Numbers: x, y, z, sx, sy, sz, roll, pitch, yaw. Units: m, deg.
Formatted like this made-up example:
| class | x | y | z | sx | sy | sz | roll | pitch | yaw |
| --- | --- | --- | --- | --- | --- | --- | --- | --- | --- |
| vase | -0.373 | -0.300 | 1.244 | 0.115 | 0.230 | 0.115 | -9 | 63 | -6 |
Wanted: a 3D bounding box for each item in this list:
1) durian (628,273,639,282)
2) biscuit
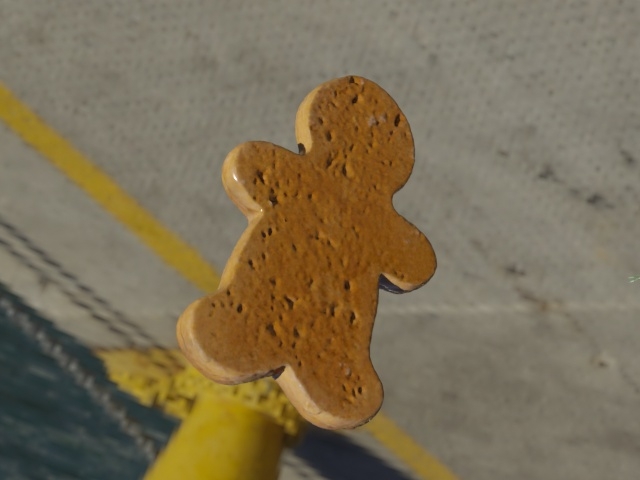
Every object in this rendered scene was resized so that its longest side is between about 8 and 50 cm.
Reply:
| class | x | y | z | sx | sy | sz | roll | pitch | yaw |
| --- | --- | --- | --- | --- | --- | --- | --- | --- | --- |
| durian | 0.517 | -0.014 | 1.870 | 0.355 | 0.169 | 0.157 | 11 | 136 | 27 |
| biscuit | 0.000 | 0.000 | 1.178 | 0.165 | 0.250 | 0.036 | 28 | 149 | -22 |
